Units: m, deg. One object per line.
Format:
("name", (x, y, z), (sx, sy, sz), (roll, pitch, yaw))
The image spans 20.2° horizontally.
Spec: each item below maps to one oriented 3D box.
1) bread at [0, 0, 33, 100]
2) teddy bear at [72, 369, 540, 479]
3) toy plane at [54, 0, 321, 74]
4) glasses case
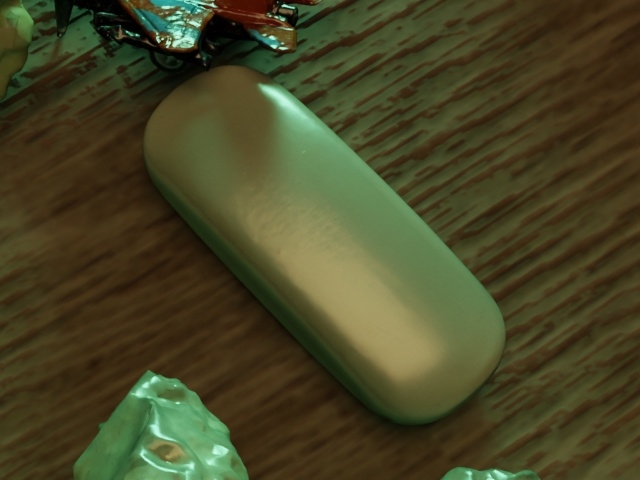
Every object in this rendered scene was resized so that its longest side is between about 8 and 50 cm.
("bread", (-0.253, -0.057, 0.778), (0.224, 0.183, 0.211), (4, 69, 1))
("teddy bear", (-0.053, 0.217, 0.725), (0.362, 0.375, 0.327), (15, 60, -43))
("toy plane", (-0.092, -0.121, 0.875), (0.189, 0.061, 0.130), (4, 33, 17))
("glasses case", (0.000, 0.000, 0.839), (0.081, 0.051, 0.204), (-39, 75, -15))
